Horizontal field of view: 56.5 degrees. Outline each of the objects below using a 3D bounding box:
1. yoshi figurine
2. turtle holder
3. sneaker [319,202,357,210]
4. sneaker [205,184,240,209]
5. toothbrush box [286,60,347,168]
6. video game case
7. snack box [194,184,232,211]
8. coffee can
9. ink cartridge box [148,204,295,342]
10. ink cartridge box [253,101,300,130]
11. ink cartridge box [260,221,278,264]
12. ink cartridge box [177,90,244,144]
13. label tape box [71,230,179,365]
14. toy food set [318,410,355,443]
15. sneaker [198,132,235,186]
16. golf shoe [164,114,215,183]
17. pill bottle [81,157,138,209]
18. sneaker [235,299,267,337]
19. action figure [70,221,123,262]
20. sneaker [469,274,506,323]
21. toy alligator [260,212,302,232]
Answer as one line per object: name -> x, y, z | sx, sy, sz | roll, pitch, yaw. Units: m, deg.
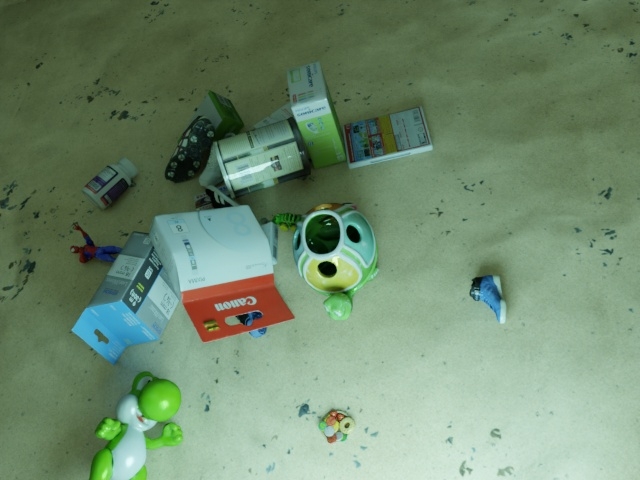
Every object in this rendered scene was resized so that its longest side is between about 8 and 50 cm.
yoshi figurine -> -0.458, 0.494, 1.508 | 0.203, 0.203, 0.362 | 6, 52, 3
turtle holder -> 0.023, 0.046, 1.647 | 0.244, 0.227, 0.320 | 17, 77, 19
sneaker -> 0.029, -0.085, 1.862 | 0.171, 0.063, 0.074 | -22, 37, -9
sneaker -> -0.337, -0.093, 1.966 | 0.217, 0.079, 0.121 | 34, 82, 32
toothbrush box -> -0.011, -0.415, 1.987 | 0.122, 0.283, 0.206 | -14, 52, 7
video game case -> 0.224, -0.353, 2.031 | 0.285, 0.025, 0.204 | -12, 51, 8
snack box -> -0.349, -0.156, 2.065 | 0.178, 0.022, 0.064 | -19, 51, 3
coffee can -> -0.193, -0.273, 1.972 | 0.276, 0.201, 0.201 | -18, 50, -3
ink cartridge box -> -0.265, 0.076, 1.668 | 0.308, 0.091, 0.385 | -9, 54, -39
ink cartridge box -> -0.139, -0.424, 2.178 | 0.181, 0.061, 0.104 | -36, 52, -10
ink cartridge box -> -0.217, 0.034, 1.879 | 0.179, 0.045, 0.145 | -22, 48, 25
ink cartridge box -> -0.420, -0.402, 2.242 | 0.255, 0.097, 0.188 | -50, 47, 23
label tape box -> -0.533, 0.178, 1.728 | 0.106, 0.240, 0.333 | 9, 58, 21
toy food set -> 0.039, 0.460, 1.469 | 0.083, 0.020, 0.082 | 33, 69, 34
sneaker -> -0.368, -0.294, 2.116 | 0.090, 0.115, 0.232 | 16, 60, 28
golf shoe -> -0.470, -0.327, 2.146 | 0.273, 0.105, 0.120 | -50, 35, 19
pill bottle -> -0.769, -0.213, 2.189 | 0.108, 0.108, 0.193 | 28, 66, 33
sneaker -> -0.228, 0.195, 1.730 | 0.090, 0.081, 0.232 | -35, 53, 15
action figure -> -0.742, 0.021, 1.988 | 0.281, 0.139, 0.091 | 3, 54, 23
sneaker -> 0.433, 0.154, 1.551 | 0.085, 0.058, 0.152 | -4, 48, 7
toy alligator -> -0.118, -0.068, 1.904 | 0.190, 0.051, 0.056 | 9, 57, 23
